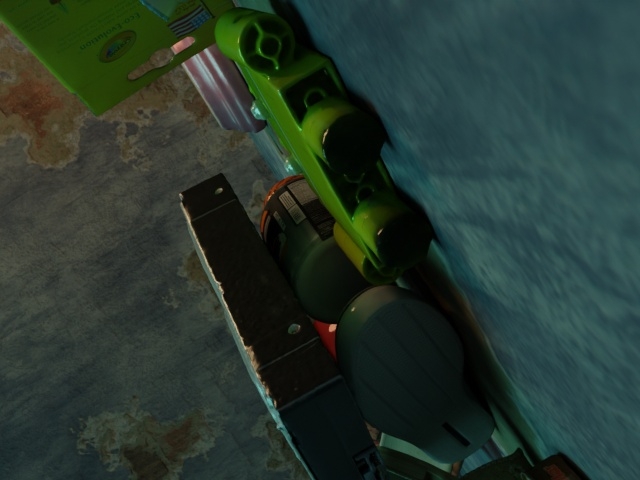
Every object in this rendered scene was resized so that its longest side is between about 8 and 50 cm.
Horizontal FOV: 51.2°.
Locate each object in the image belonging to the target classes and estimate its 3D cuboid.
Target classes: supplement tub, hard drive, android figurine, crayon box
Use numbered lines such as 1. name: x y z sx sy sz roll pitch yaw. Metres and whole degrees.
1. supplement tub: 0.000 0.000 0.749 0.117 0.117 0.190 59 177 -30
2. hard drive: -0.036 0.106 0.659 0.339 0.064 0.237 53 169 50
3. android figurine: -0.003 -0.080 0.552 0.248 0.056 0.273 59 176 -31
4. crayon box: -0.212 -0.266 0.610 0.081 0.202 0.318 57 177 23

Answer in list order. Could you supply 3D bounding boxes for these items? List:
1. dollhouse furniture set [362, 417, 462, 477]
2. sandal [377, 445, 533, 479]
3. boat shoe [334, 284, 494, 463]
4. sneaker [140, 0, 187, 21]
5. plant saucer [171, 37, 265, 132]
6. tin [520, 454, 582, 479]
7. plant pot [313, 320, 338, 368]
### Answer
1. dollhouse furniture set: 0.198 0.309 1.084 0.355 0.303 0.174 -32 -46 -66
2. sandal: 0.170 0.234 0.654 0.240 0.079 0.088 16 151 25
3. boat shoe: 0.085 0.137 0.707 0.119 0.121 0.335 50 175 43
4. sneaker: -0.154 -0.263 0.444 0.228 0.092 0.087 46 -178 -40
5. plant saucer: -0.229 -0.349 1.338 0.332 0.084 0.332 57 178 3
6. tin: 0.215 0.245 0.510 0.189 0.040 0.106 59 174 -21
7. plant pot: 0.067 0.188 1.207 0.191 0.174 0.191 55 177 4
